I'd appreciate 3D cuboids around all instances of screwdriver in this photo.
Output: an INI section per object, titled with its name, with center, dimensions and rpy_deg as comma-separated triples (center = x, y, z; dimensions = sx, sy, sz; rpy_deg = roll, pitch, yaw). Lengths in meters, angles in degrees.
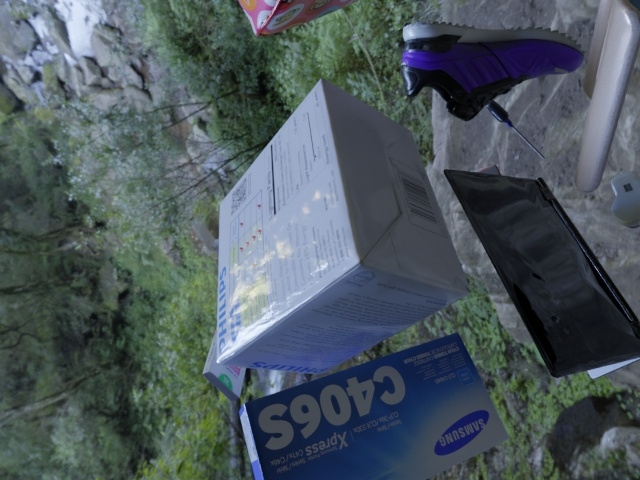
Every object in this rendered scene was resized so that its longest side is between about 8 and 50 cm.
[screwdriver]
center = 0.404, -0.225, 0.861
dimensions = 0.170, 0.024, 0.025
rpy_deg = 45, 134, -10

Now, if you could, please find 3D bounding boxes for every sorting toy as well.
[sorting toy]
center = 0.308, -0.186, 0.437
dimensions = 0.038, 0.208, 0.193
rpy_deg = 8, 141, 27

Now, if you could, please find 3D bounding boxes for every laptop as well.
[laptop]
center = 0.413, 0.085, 0.828
dimensions = 0.236, 0.382, 0.408
rpy_deg = -18, 151, 2

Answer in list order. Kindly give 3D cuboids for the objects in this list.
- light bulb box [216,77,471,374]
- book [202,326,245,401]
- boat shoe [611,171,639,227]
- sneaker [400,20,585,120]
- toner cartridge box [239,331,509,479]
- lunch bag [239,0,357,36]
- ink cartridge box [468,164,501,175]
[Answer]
[light bulb box]
center = 0.000, 0.000, 0.725
dimensions = 0.225, 0.358, 0.361
rpy_deg = 18, 138, -34
[book]
center = -0.199, 0.252, 0.885
dimensions = 0.035, 0.144, 0.096
rpy_deg = -26, 119, 16
[boat shoe]
center = 0.762, -0.086, 1.018
dimensions = 0.080, 0.229, 0.076
rpy_deg = -22, 111, 36
[sneaker]
center = 0.278, -0.276, 0.706
dimensions = 0.292, 0.102, 0.146
rpy_deg = 6, 104, 4
[toner cartridge box]
center = 0.077, 0.259, 0.585
dimensions = 0.075, 0.347, 0.165
rpy_deg = 118, 135, -58
[lunch bag]
center = 0.016, -0.415, 0.613
dimensions = 0.120, 0.293, 0.258
rpy_deg = 60, 156, -10
[ink cartridge box]
center = 0.429, -0.134, 1.106
dimensions = 0.109, 0.063, 0.150
rpy_deg = 60, 178, -6
